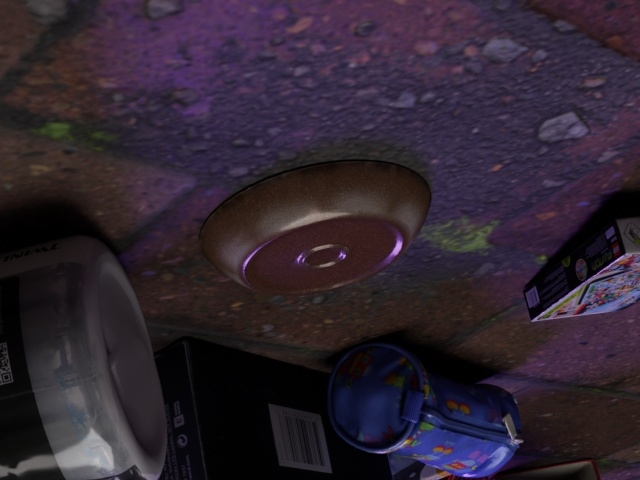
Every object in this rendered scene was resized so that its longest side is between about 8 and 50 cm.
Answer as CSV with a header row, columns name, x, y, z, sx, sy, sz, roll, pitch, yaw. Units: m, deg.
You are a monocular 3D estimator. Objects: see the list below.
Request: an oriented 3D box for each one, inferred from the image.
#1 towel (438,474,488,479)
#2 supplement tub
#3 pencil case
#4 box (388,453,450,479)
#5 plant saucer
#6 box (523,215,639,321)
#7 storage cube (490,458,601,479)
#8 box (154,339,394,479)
name,x,y,z,sx,sy,sz,roll,pitch,yaw
towel,0.192,0.413,1.757,0.031,0.198,0.275,21,165,22
supplement tub,-0.304,0.131,0.893,0.338,0.207,0.207,-14,155,2
pencil case,0.132,0.203,1.348,0.133,0.119,0.306,5,167,34
box,0.107,0.297,1.576,0.136,0.081,0.028,-26,152,24
plant saucer,0.000,0.000,0.973,0.199,0.036,0.198,-11,154,-6
box,0.292,0.027,1.138,0.114,0.036,0.207,-5,161,-17
storage cube,0.382,0.505,2.019,0.215,0.183,0.193,-6,154,-15
box,-0.138,0.274,1.300,0.313,0.178,0.343,-27,151,29
